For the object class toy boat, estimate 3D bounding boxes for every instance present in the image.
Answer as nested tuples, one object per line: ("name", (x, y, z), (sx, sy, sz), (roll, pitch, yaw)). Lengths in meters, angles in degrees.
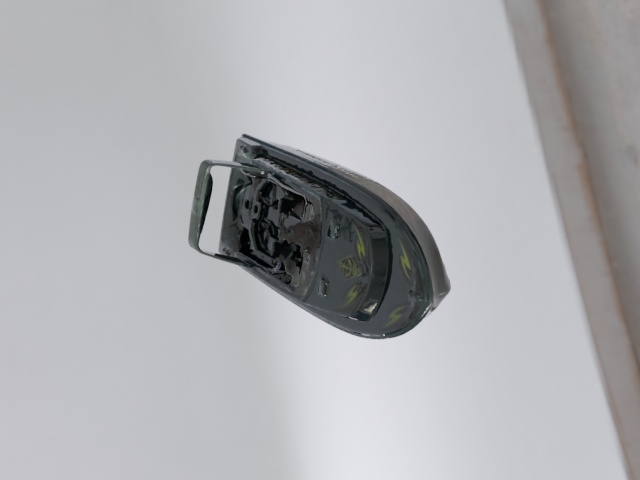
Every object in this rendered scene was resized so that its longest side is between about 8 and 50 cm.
("toy boat", (0.000, 0.000, 0.866), (0.246, 0.103, 0.093), (30, 113, 54))
